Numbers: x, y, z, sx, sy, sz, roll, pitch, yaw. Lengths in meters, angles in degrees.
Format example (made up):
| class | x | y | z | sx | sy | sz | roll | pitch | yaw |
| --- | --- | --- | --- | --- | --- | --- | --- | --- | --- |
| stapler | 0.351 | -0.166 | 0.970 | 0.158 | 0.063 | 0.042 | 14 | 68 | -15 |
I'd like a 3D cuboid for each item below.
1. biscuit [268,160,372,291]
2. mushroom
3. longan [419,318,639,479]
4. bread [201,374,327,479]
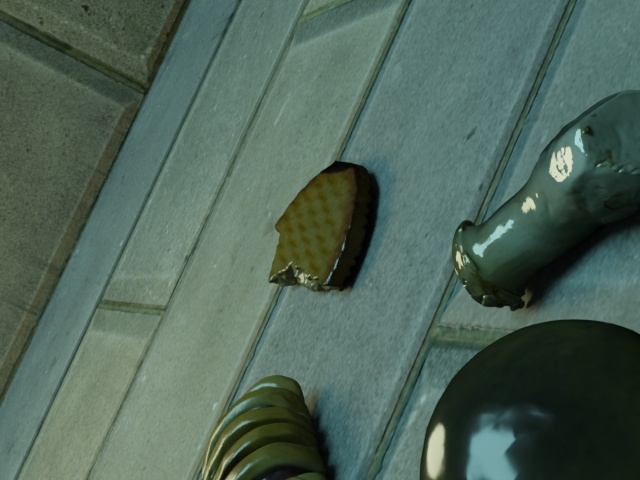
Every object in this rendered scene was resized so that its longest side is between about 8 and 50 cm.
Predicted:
| class | x | y | z | sx | sy | sz | roll | pitch | yaw |
| --- | --- | --- | --- | --- | --- | --- | --- | --- | --- |
| biscuit | 0.001 | 0.000 | 1.624 | 0.176 | 0.031 | 0.229 | -54 | 21 | 29 |
| mushroom | 0.167 | -0.025 | 1.105 | 0.092 | 0.081 | 0.223 | -51 | 4 | -38 |
| longan | 0.137 | 0.128 | 0.849 | 0.167 | 0.167 | 0.187 | -59 | 39 | 11 |
| bread | -0.057 | 0.211 | 1.398 | 0.134 | 0.081 | 0.225 | -60 | 18 | 14 |
